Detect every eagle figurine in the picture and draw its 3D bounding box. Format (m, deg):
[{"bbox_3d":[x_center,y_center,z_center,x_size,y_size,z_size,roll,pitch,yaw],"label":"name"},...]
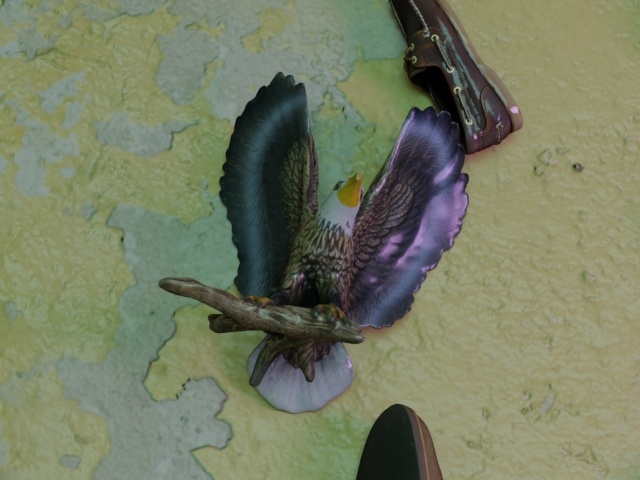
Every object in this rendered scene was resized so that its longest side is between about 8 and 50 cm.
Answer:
[{"bbox_3d":[0.007,-0.006,1.720,0.226,0.225,0.298,48,35,-23],"label":"eagle figurine"}]

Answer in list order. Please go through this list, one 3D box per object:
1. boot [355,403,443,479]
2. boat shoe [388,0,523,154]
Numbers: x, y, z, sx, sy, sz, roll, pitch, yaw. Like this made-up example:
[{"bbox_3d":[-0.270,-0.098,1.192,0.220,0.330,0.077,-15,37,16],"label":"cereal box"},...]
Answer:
[{"bbox_3d":[0.106,0.299,1.640,0.115,0.112,0.305,8,61,-29],"label":"boot"},{"bbox_3d":[0.123,-0.182,1.823,0.073,0.073,0.207,-29,71,-13],"label":"boat shoe"}]
